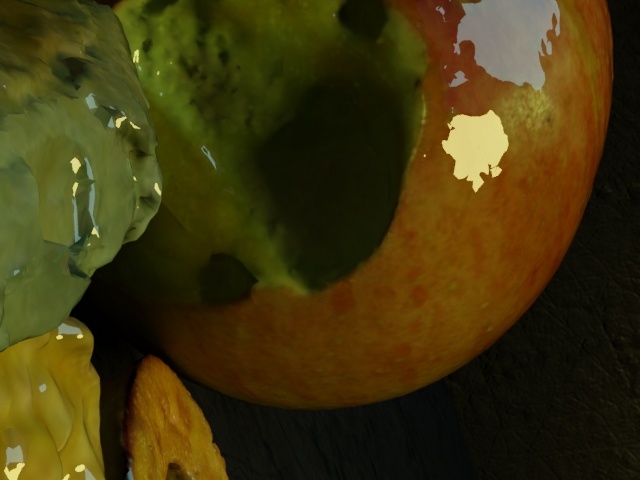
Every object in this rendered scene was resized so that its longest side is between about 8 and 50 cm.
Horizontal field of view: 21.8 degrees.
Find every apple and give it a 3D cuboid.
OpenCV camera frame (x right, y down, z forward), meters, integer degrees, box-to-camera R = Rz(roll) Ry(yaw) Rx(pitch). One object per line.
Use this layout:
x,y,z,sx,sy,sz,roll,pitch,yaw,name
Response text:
-0.005,-0.069,0.910,0.339,0.339,0.339,-20,90,-82,apple

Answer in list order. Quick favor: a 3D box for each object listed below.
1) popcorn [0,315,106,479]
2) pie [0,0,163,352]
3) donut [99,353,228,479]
-0.124,0.069,0.462,0.163,0.140,0.194,-93,164,-47,popcorn
-0.169,-0.065,0.348,0.306,0.071,0.306,32,17,-11,pie
-0.086,0.134,0.814,0.152,0.058,0.152,-19,90,-81,donut
